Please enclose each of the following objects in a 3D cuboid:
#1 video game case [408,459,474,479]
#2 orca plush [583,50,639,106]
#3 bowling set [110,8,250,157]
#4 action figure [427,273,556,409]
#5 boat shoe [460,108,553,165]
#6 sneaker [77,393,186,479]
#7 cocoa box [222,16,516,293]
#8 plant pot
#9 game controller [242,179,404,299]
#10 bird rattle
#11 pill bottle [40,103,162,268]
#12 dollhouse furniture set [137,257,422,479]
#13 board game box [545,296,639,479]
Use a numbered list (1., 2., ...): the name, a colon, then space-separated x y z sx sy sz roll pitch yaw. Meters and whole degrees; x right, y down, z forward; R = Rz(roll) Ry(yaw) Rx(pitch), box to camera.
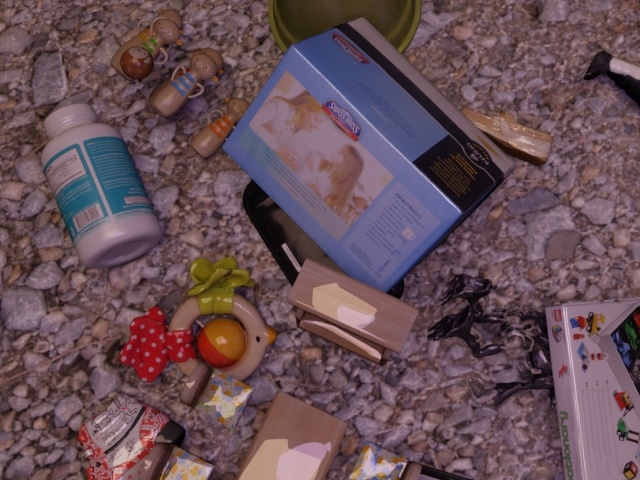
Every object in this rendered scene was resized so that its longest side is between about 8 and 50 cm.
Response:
1. video game case: 0.203 0.489 1.412 0.274 0.035 0.248 13 80 20
2. orca plush: 0.561 -0.207 1.498 0.287 0.151 0.102 23 114 8
3. bowling set: -0.241 -0.294 1.565 0.154 0.200 0.287 -45 81 -4
4. action figure: 0.290 0.166 1.438 0.275 0.141 0.164 35 52 -24
5. boat shoe: 0.308 -0.185 1.545 0.170 0.063 0.059 26 80 1
6. sneaker: -0.349 0.383 1.497 0.145 0.090 0.270 31 81 12
7. cocoa box: 0.073 -0.129 1.413 0.347 0.228 0.231 45 128 6
8. plant pot: 0.028 -0.439 1.526 0.276 0.254 0.276 -1 79 7
9. game controller: 0.000 0.000 1.551 0.166 0.067 0.319 -36 76 14
10. bird rattle: -0.191 0.153 1.508 0.207 0.143 0.253 42 89 -4
11. pill bottle: -0.380 -0.096 1.562 0.146 0.146 0.264 -25 77 1
12. dollhouse furniture set: -0.022 0.258 1.331 0.362 0.256 0.394 24 78 6
13. board game box: 0.450 0.242 1.393 0.193 0.053 0.305 -2 83 -22
